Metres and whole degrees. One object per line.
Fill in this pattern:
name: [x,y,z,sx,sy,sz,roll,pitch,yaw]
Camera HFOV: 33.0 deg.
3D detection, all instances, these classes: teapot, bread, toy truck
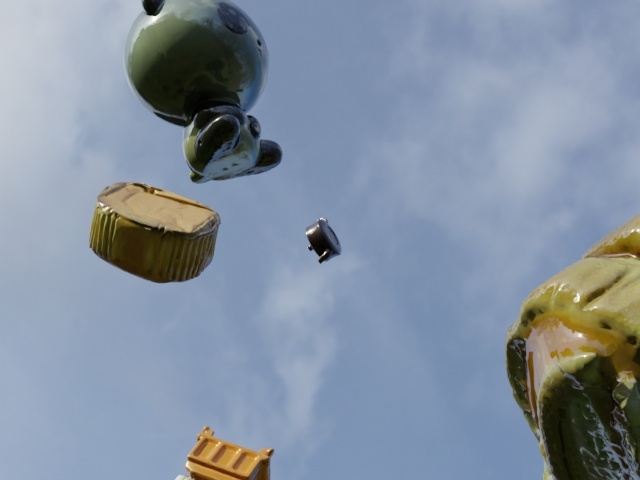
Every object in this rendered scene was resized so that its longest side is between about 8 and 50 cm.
teapot: [0.000,0.000,1.715,0.045,0.100,0.068,-30,-53,14]
bread: [-0.249,-0.009,1.614,0.190,0.132,0.114,23,-58,13]
toy truck: [-0.125,0.377,1.363,0.114,0.135,0.271,16,-56,19]
bread: [0.322,0.080,0.975,0.210,0.341,0.300,38,-20,40]

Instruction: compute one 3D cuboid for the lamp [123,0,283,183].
lamp: [-0.145,-0.199,1.361,0.197,0.244,0.198,-20,-21,-8]
